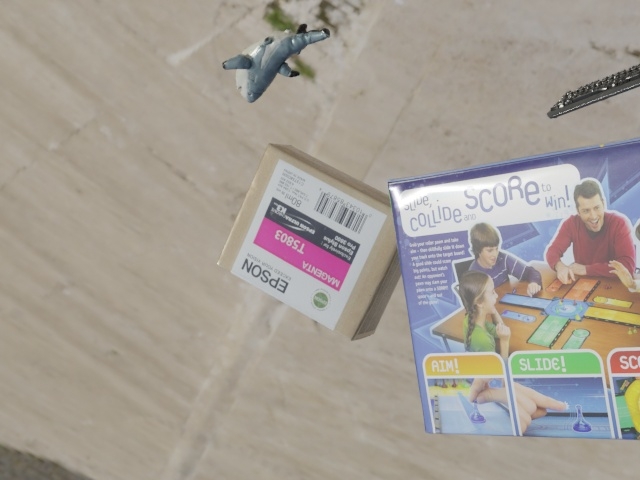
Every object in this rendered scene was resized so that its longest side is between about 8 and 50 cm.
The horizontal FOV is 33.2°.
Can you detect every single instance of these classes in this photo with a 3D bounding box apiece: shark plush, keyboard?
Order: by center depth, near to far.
[{"bbox_3d":[-0.049,-0.240,1.400,0.161,0.073,0.067,-26,102,24],"label":"shark plush"},{"bbox_3d":[0.398,-0.213,1.440,0.180,0.108,0.023,-17,102,46],"label":"keyboard"}]

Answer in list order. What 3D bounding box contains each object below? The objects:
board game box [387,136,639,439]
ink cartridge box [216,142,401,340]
[{"bbox_3d":[0.128,0.023,0.501,0.201,0.136,0.035,-6,-177,42],"label":"board game box"},{"bbox_3d":[0.000,0.000,1.482,0.234,0.193,0.088,28,-168,18],"label":"ink cartridge box"}]
